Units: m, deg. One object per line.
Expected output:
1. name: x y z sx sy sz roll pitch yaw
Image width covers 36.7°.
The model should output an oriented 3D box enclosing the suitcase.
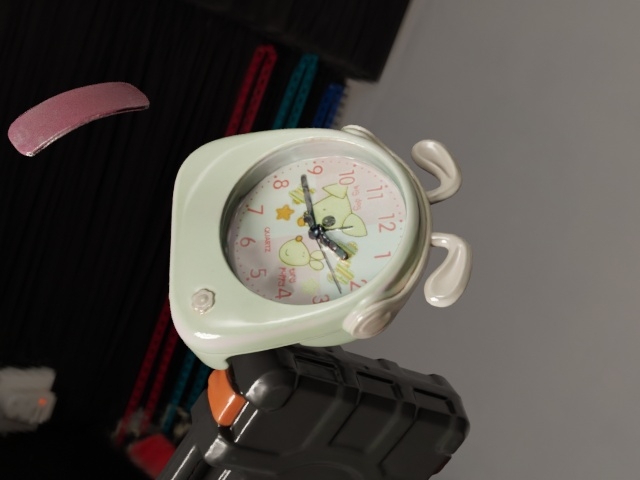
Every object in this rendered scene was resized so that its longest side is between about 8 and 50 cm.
1. suitcase: -0.036 0.203 0.747 0.206 0.286 0.066 21 -155 -32

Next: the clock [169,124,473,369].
1. clock: 0.000 0.000 0.622 0.190 0.152 0.062 -7 150 9

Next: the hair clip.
1. hair clip: -0.231 -0.122 0.927 0.137 0.022 0.054 -26 -130 -24
